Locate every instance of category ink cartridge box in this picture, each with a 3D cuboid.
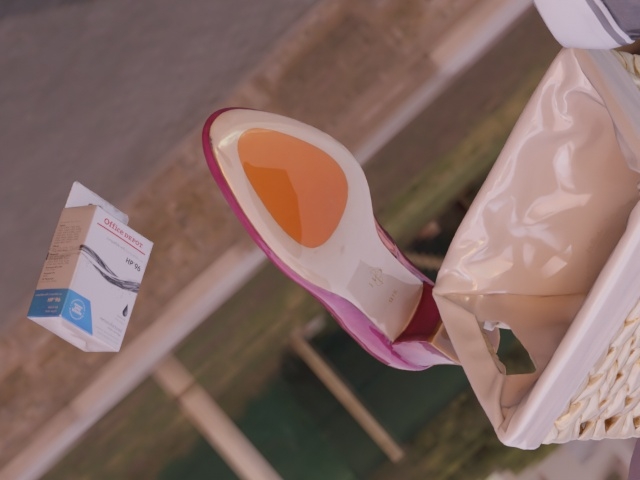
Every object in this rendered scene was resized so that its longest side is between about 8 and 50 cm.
[{"bbox_3d":[-0.122,0.013,1.002,0.028,0.048,0.083,-4,-118,39],"label":"ink cartridge box"}]

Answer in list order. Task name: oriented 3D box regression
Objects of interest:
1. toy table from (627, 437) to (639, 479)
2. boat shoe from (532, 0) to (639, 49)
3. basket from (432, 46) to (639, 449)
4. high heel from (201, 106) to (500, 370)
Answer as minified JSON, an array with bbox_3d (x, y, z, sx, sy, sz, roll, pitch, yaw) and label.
[{"bbox_3d":[0.393,0.212,1.612,0.274,0.160,0.252,-109,-136,-79],"label":"toy table"},{"bbox_3d":[0.082,-0.115,0.521,0.076,0.080,0.228,-2,158,21],"label":"boat shoe"},{"bbox_3d":[0.141,0.005,0.865,0.103,0.113,0.167,5,130,-26],"label":"basket"},{"bbox_3d":[0.000,0.000,1.131,0.117,0.244,0.082,6,-115,58],"label":"high heel"}]
